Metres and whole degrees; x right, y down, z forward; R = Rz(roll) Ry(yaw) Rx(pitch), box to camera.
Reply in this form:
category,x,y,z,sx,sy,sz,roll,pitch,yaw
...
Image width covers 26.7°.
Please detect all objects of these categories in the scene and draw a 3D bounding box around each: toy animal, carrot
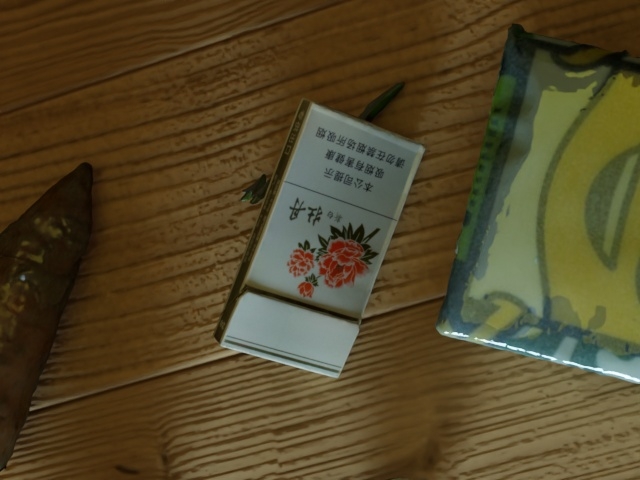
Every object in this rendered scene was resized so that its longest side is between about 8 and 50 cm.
category,x,y,z,sx,sy,sz,roll,pitch,yaw
toy animal,-0.014,-0.044,1.061,0.075,0.041,0.217,25,96,-24
carrot,-0.247,0.055,1.103,0.102,0.102,0.263,26,90,11

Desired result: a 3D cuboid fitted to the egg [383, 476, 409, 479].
category,x,y,z,sx,sy,sz,roll,pitch,yaw
egg,0.051,0.230,1.033,0.096,0.080,0.080,-46,81,4

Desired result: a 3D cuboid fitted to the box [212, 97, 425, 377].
category,x,y,z,sx,sy,sz,roll,pitch,yaw
box,0.000,0.000,1.041,0.109,0.029,0.198,18,94,-28

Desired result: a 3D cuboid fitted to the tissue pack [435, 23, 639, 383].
category,x,y,z,sx,sy,sz,roll,pitch,yaw
tissue pack,0.261,-0.009,0.963,0.310,0.128,0.228,14,95,12
